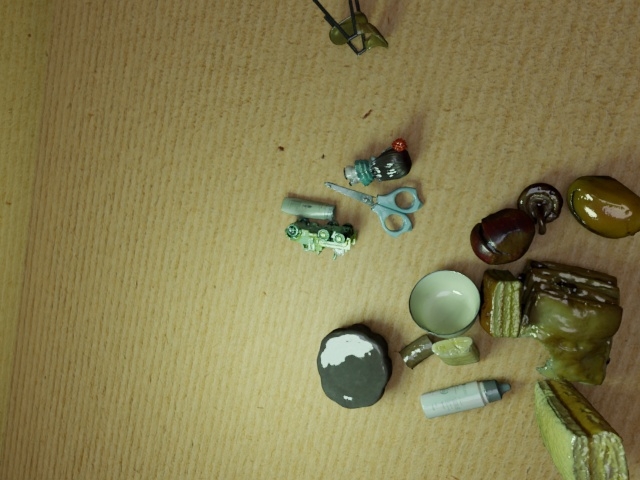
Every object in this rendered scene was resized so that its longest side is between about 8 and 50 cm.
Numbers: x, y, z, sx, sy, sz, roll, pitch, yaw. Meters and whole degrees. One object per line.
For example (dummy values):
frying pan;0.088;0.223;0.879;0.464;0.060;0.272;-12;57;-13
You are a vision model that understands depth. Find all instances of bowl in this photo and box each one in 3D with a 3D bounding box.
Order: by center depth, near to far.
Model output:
bowl;0.433;0.234;1.539;0.237;0.126;0.238;-14;53;19

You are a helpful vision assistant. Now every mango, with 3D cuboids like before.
mango;0.875;-0.104;1.380;0.236;0.136;0.166;45;110;15

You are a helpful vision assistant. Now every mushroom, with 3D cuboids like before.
mushroom;0.716;-0.102;1.463;0.135;0.080;0.171;-2;96;31

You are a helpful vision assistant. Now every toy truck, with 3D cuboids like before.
toy truck;-0.003;-0.003;1.691;0.259;0.128;0.135;13;113;17

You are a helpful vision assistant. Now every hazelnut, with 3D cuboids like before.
hazelnut;0.599;-0.016;1.470;0.178;0.178;0.204;44;127;10

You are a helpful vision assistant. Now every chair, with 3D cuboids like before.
chair;0.108;-0.747;1.558;0.172;0.158;0.247;-24;87;17

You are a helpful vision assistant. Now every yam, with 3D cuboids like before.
yam;0.358;0.403;1.634;0.127;0.084;0.084;-39;83;14

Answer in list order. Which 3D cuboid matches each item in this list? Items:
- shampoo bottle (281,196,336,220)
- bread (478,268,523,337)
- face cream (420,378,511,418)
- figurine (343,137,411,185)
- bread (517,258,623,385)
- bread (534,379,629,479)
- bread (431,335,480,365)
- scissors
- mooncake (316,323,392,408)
shampoo bottle;-0.045;-0.123;1.725;0.212;0.049;0.072;8;65;16
bread;0.575;0.198;1.454;0.110;0.234;0.185;4;96;13
face cream;0.515;0.553;1.587;0.311;0.092;0.092;-21;89;20
figurine;0.203;-0.265;1.594;0.245;0.138;0.110;-15;46;24
bread;0.772;0.268;1.423;0.313;0.191;0.371;11;100;16
bread;0.767;0.599;1.361;0.164;0.375;0.237;-10;96;11
bread;0.471;0.386;1.542;0.139;0.178;0.060;-18;57;22
scissors;0.182;-0.144;1.616;0.359;0.029;0.191;21;104;0
mooncake;0.128;0.461;1.675;0.305;0.154;0.307;2;95;18
